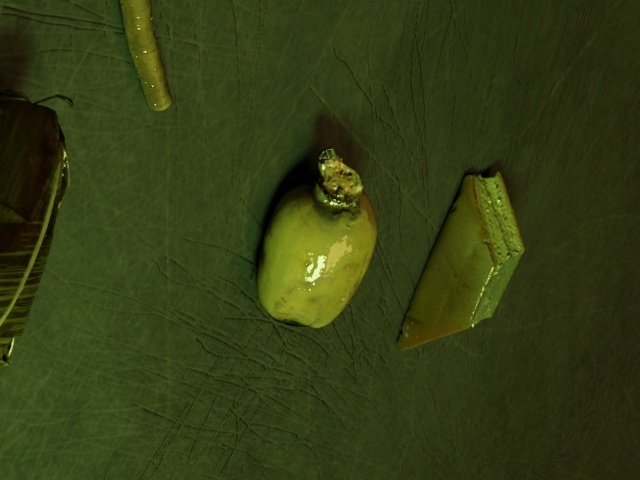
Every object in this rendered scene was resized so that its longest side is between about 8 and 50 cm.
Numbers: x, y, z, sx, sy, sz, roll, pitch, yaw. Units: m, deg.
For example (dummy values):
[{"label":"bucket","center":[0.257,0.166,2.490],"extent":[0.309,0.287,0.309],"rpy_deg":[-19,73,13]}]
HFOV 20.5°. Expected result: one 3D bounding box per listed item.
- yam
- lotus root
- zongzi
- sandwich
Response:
[{"label":"yam","center":[-0.162,-0.179,1.628],"extent":[0.032,0.032,0.145],"rpy_deg":[-41,145,-25]},{"label":"lotus root","center":[0.000,0.000,1.939],"extent":[0.125,0.118,0.221],"rpy_deg":[-34,148,-62]},{"label":"zongzi","center":[-0.281,-0.016,1.412],"extent":[0.241,0.111,0.247],"rpy_deg":[48,59,-84]},{"label":"sandwich","center":[0.191,0.042,2.268],"extent":[0.094,0.096,0.258],"rpy_deg":[-16,133,-55]}]
